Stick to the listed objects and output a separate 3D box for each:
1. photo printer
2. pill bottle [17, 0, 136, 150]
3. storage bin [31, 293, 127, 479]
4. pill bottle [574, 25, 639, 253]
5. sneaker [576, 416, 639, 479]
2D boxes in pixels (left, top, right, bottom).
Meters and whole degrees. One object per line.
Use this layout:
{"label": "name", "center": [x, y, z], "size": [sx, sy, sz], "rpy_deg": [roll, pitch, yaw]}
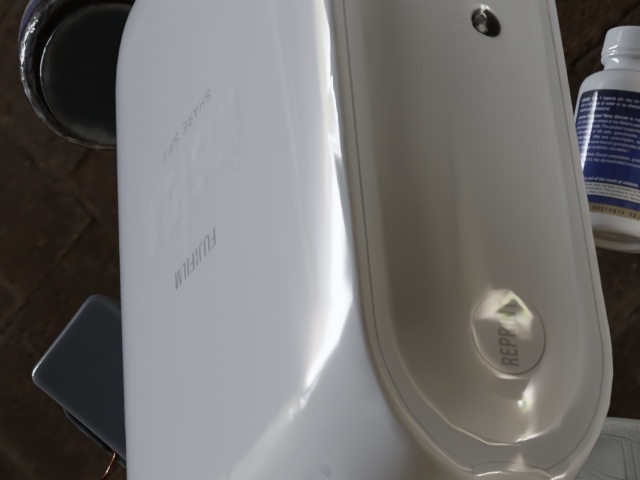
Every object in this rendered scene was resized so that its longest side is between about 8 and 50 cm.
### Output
{"label": "photo printer", "center": [0.000, 0.000, 0.634], "size": [0.107, 0.307, 0.256], "rpy_deg": [6, 154, -23]}
{"label": "pill bottle", "center": [-0.152, -0.130, 1.163], "size": [0.123, 0.219, 0.122], "rpy_deg": [-2, 103, -9]}
{"label": "storage bin", "center": [-0.083, 0.089, 0.833], "size": [0.135, 0.091, 0.098], "rpy_deg": [37, 88, 19]}
{"label": "pill bottle", "center": [0.248, -0.081, 1.324], "size": [0.094, 0.094, 0.169], "rpy_deg": [9, 81, 22]}
{"label": "sneaker", "center": [0.174, 0.165, 0.749], "size": [0.296, 0.104, 0.146], "rpy_deg": [4, 116, -26]}
